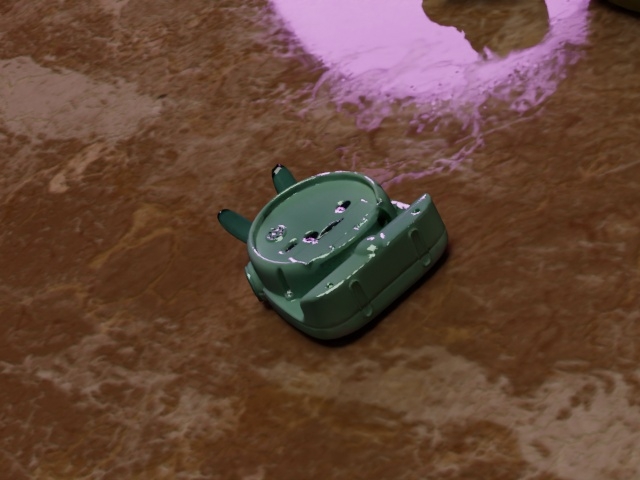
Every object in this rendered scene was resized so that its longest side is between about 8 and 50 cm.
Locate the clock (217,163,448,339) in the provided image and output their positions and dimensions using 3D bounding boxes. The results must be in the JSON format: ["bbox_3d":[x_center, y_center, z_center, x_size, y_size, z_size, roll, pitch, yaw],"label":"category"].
[{"bbox_3d":[0.000,0.000,1.088,0.101,0.041,0.135,-41,37,-20],"label":"clock"}]

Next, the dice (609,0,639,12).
[{"bbox_3d":[0.224,-0.246,1.144,0.166,0.169,0.169,-41,38,-18],"label":"dice"}]
